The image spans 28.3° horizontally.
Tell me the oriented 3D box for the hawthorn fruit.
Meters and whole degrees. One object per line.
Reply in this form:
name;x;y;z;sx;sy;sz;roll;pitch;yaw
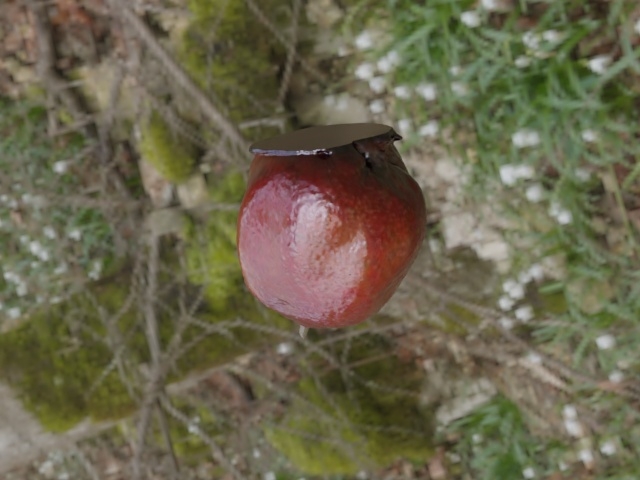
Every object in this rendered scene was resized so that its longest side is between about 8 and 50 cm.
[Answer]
hawthorn fruit;0.000;0.000;1.254;0.189;0.190;0.251;56;134;48
